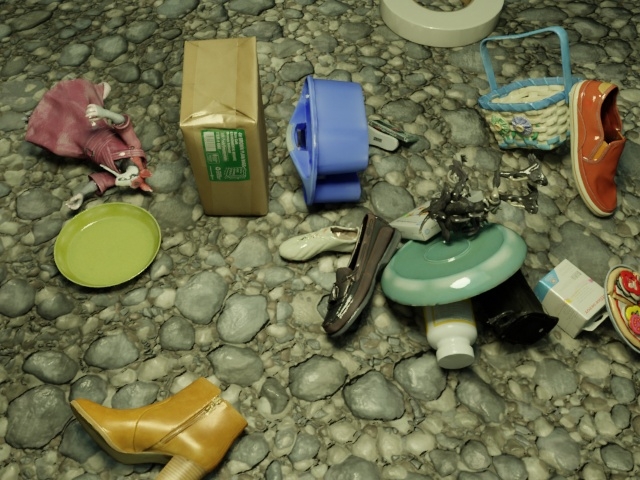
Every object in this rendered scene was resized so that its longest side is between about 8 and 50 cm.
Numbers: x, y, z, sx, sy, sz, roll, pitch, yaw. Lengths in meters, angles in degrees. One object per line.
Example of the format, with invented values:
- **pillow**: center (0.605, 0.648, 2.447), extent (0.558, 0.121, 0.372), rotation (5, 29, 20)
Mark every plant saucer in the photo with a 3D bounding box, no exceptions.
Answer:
- **plant saucer**: center (0.273, 0.035, 1.362), extent (0.318, 0.043, 0.317), rotation (-19, 21, 8)
- **plant saucer**: center (-0.489, 0.015, 1.489), extent (0.241, 0.037, 0.240), rotation (1, 53, -1)

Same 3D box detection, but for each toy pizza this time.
- **toy pizza**: center (0.669, 0.142, 1.343), extent (0.201, 0.032, 0.201), rotation (15, 60, -29)

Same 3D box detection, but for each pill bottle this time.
- **pill bottle**: center (0.270, 0.168, 1.340), extent (0.103, 0.103, 0.184), rotation (-1, 54, -1)

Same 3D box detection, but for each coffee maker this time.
- **coffee maker**: center (0.389, 0.111, 1.341), extent (0.120, 0.171, 0.178), rotation (-34, 47, 14)

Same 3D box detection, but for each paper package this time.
- **paper package**: center (-0.216, -0.264, 1.519), extent (0.168, 0.324, 0.309), rotation (-4, 55, -3)

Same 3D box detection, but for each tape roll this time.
- **tape roll**: center (0.382, -0.760, 2.039), extent (0.392, 0.072, 0.391), rotation (0, 53, 0)

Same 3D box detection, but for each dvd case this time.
- **dvd case**: center (0.194, -0.291, 1.701), extent (0.119, 0.013, 0.087), rotation (31, 23, 20)

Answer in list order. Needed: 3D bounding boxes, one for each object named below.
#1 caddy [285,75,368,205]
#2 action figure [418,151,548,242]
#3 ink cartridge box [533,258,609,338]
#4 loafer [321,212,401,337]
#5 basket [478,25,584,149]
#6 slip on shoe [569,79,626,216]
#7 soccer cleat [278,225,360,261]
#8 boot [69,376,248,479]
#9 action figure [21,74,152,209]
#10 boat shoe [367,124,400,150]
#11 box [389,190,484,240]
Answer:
- **caddy**: center (0.005, -0.242, 1.558), extent (0.179, 0.241, 0.341), rotation (1, 53, -7)
- **action figure**: center (0.324, -0.092, 1.355), extent (0.276, 0.164, 0.141), rotation (-13, 35, -4)
- **ink cartridge box**: center (0.541, 0.131, 1.376), extent (0.092, 0.090, 0.143), rotation (-33, 62, -22)
- **loafer**: center (0.070, 0.069, 1.390), extent (0.095, 0.109, 0.302), rotation (41, 60, -13)
- **basket**: center (0.523, -0.375, 1.597), extent (0.201, 0.288, 0.255), rotation (-24, 19, -24)
- **slip on shoe**: center (0.663, -0.213, 1.512), extent (0.123, 0.331, 0.101), rotation (-21, 17, -35)
- **soccer cleat**: center (0.000, 0.000, 1.478), extent (0.196, 0.076, 0.068), rotation (-7, 54, -5)
- **boot**: center (-0.305, 0.335, 1.228), extent (0.295, 0.104, 0.211), rotation (32, 54, 15)
- **action figure**: center (-0.554, -0.231, 1.621), extent (0.370, 0.248, 0.276), rotation (37, 16, 9)
- **boat shoe**: center (0.147, -0.276, 1.705), extent (0.142, 0.049, 0.040), rotation (29, 25, 21)
- **box**: center (0.268, -0.061, 1.495), extent (0.186, 0.038, 0.145), rotation (-30, 16, -19)
